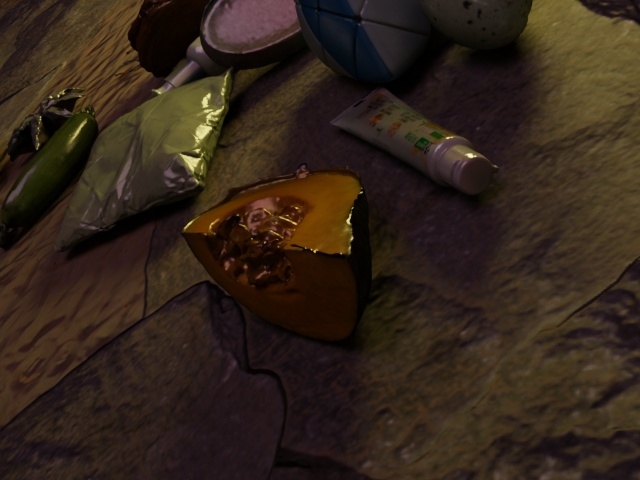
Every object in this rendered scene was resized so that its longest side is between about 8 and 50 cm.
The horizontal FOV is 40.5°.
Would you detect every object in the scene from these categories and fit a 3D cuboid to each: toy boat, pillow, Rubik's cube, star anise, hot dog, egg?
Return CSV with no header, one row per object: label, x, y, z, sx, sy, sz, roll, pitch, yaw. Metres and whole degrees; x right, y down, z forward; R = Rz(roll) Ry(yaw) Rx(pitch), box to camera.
toy boat,-0.078,-0.343,1.346,0.227,0.085,0.155,-26,72,5
pillow,-0.260,-0.126,1.277,0.280,0.076,0.274,-20,38,27
Rubik's cube,0.024,-0.331,1.121,0.254,0.254,0.254,-26,34,19
star anise,-0.538,-0.234,1.707,0.204,0.061,0.180,-42,32,-7
hot dog,-0.227,-0.415,1.524,0.272,0.122,0.196,-40,19,25
egg,0.182,-0.283,0.995,0.131,0.131,0.164,-31,57,12

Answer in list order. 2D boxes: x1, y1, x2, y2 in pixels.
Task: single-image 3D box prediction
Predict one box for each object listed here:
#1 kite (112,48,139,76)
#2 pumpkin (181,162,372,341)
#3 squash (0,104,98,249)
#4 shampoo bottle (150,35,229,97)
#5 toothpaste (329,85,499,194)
kite,-0.291,-0.385,1.699,0.285,0.015,0.152,-13,37,30
pumpkin,0.003,0.004,0.846,0.163,0.111,0.278,-37,26,-29
squash,-0.454,-0.123,1.476,0.080,0.071,0.319,114,-178,-59
shampoo bottle,-0.190,-0.288,1.416,0.192,0.074,0.074,-48,33,-14
toothpaste,0.091,-0.114,0.938,0.314,0.058,0.056,-132,49,-62
